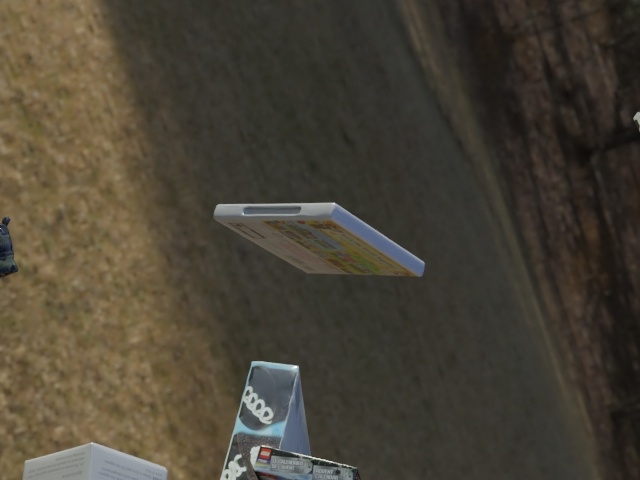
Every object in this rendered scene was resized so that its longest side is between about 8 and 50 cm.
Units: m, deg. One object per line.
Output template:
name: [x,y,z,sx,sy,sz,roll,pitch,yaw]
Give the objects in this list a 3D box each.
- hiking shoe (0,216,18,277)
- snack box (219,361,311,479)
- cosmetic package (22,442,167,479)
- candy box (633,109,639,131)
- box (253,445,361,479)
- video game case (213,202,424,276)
hiking shoe: [-0.559,-0.003,1.992,0.227,0.086,0.114,14,63,-56]
snack box: [-0.069,0.308,1.374,0.322,0.060,0.187,-76,166,-45]
cosmetic package: [-0.327,0.404,1.868,0.151,0.151,0.183,30,53,-43]
candy box: [0.476,-0.088,1.568,0.165,0.070,0.196,27,27,-18]
box: [-0.007,0.235,1.249,0.137,0.094,0.027,78,25,-64]
video game case: [0.000,0.000,1.814,0.227,0.206,0.026,32,66,-48]
